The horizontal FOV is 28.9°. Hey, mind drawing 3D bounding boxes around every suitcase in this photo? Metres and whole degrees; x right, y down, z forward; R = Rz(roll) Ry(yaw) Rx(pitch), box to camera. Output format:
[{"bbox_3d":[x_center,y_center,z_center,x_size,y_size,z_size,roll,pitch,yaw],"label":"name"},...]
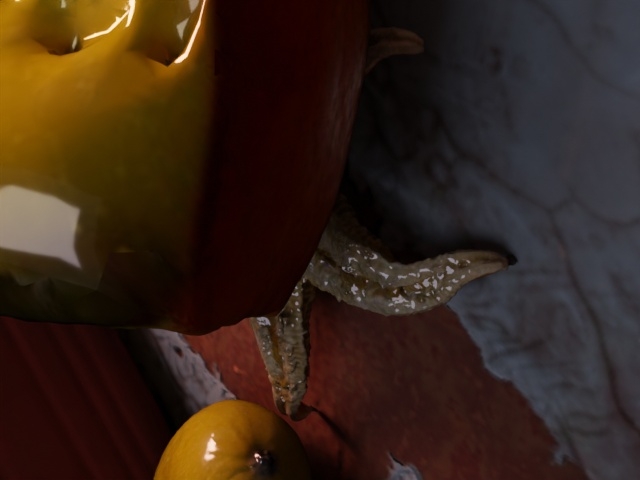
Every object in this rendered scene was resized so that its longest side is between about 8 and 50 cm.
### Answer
[{"bbox_3d":[-0.244,0.104,0.796,0.161,0.236,0.297,-24,96,51],"label":"suitcase"}]

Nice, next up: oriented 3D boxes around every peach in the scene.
[{"bbox_3d":[-0.124,-0.115,0.535,0.306,0.242,0.380,-28,74,28],"label":"peach"}]

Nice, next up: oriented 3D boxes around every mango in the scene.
[{"bbox_3d":[-0.059,0.205,0.741,0.137,0.091,0.238,-123,37,-66],"label":"mango"}]

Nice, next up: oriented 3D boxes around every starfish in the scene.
[{"bbox_3d":[0.000,0.002,0.630,0.138,0.050,0.247,52,143,4],"label":"starfish"}]
